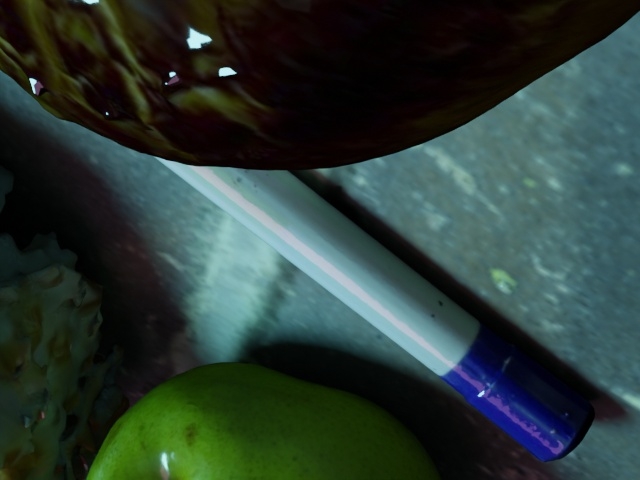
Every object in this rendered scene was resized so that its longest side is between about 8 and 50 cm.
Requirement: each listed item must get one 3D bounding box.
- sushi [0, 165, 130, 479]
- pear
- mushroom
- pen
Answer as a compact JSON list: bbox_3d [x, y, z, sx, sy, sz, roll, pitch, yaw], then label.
[{"bbox_3d":[-0.295,0.052,0.893,0.418,0.175,0.417,7,148,4],"label":"sushi"},{"bbox_3d":[-0.015,0.147,0.841,0.180,0.166,0.216,-6,161,32],"label":"pear"},{"bbox_3d":[-0.008,-0.131,0.385,0.278,0.163,0.297,35,143,-7],"label":"mushroom"},{"bbox_3d":[0.000,0.000,0.710,0.269,0.033,0.033,38,150,-10],"label":"pen"}]
